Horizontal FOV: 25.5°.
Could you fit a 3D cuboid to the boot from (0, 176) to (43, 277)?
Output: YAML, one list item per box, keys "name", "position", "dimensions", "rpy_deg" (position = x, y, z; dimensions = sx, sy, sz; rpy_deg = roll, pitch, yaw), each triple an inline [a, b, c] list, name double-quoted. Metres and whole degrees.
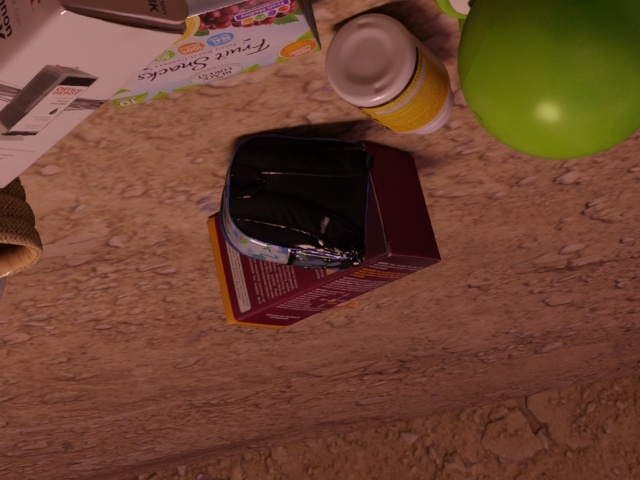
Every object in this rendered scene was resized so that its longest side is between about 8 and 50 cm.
- name: "boot"
  position: [-0.280, -0.051, 0.702]
  dimensions: [0.262, 0.203, 0.095]
  rpy_deg: [-10, 162, -14]

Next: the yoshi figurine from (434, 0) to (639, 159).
- name: "yoshi figurine"
  position: [0.211, -0.136, 0.718]
  dimensions: [0.362, 0.203, 0.203]
  rpy_deg: [-15, -170, 38]

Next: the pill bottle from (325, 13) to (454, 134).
- name: "pill bottle"
  position: [0.054, -0.112, 0.994]
  dimensions: [0.065, 0.065, 0.116]
  rpy_deg: [-19, 162, 20]

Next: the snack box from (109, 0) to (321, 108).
- name: "snack box"
  position: [-0.079, -0.132, 0.880]
  dimensions: [0.141, 0.037, 0.100]
  rpy_deg: [-15, 164, 8]

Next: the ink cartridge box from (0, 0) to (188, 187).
- name: "ink cartridge box"
  position: [-0.121, -0.094, 0.550]
  dimensions: [0.056, 0.099, 0.135]
  rpy_deg: [4, 153, -43]

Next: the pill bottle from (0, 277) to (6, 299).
- name: "pill bottle"
  position: [-0.388, 0.043, 0.932]
  dimensions: [0.361, 0.204, 0.204]
  rpy_deg: [-27, 158, 37]

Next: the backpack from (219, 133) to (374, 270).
- name: "backpack"
  position: [-0.023, -0.028, 1.137]
  dimensions: [0.114, 0.105, 0.084]
  rpy_deg: [8, 162, -10]

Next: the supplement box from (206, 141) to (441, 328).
- name: "supplement box"
  position: [0.000, 0.000, 1.247]
  dimensions: [0.188, 0.104, 0.081]
  rpy_deg: [-24, 160, 33]
